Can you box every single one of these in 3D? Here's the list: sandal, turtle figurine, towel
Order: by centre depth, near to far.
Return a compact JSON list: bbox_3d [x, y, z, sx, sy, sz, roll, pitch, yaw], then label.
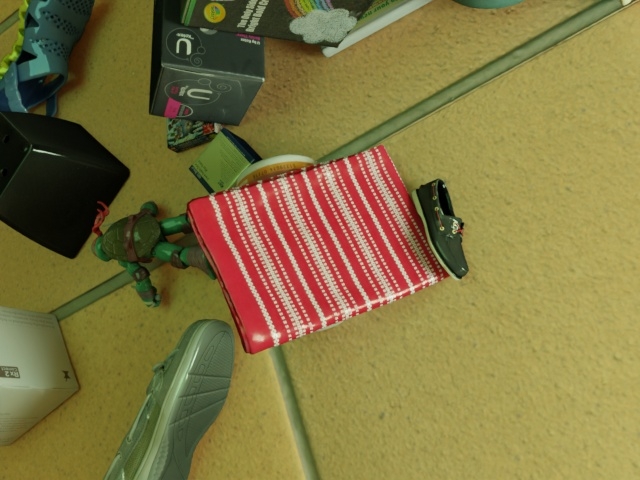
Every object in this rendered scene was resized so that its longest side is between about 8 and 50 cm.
[{"bbox_3d":[0.000,0.000,0.770,0.275,0.031,0.198,-19,74,-21],"label":"towel"},{"bbox_3d":[-0.255,0.010,0.968,0.234,0.118,0.175,-6,75,21],"label":"turtle figurine"},{"bbox_3d":[-0.496,-0.333,1.180,0.138,0.126,0.317,41,106,26],"label":"sandal"}]

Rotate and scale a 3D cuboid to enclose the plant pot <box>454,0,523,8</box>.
[{"bbox_3d":[0.194,-0.415,0.737,0.272,0.255,0.271,-5,74,17],"label":"plant pot"}]

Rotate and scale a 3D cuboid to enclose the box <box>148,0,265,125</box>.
[{"bbox_3d":[-0.167,-0.328,0.945,0.165,0.144,0.270,144,127,-66],"label":"box"}]

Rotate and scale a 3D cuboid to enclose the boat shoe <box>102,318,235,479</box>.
[{"bbox_3d":[-0.216,0.247,0.884,0.103,0.118,0.320,24,96,26],"label":"boat shoe"}]

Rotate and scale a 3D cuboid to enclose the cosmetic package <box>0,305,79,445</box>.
[{"bbox_3d":[-0.518,0.218,1.029,0.184,0.151,0.151,-38,63,14],"label":"cosmetic package"}]

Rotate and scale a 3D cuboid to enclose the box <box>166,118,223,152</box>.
[{"bbox_3d":[-0.204,-0.218,1.042,0.094,0.027,0.136,-14,71,23],"label":"box"}]

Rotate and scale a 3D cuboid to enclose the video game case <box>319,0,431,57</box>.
[{"bbox_3d":[0.072,-0.394,0.942,0.213,0.023,0.193,-24,67,20],"label":"video game case"}]

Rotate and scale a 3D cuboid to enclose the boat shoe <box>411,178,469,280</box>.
[{"bbox_3d":[0.152,-0.015,0.790,0.042,0.049,0.132,-30,61,27],"label":"boat shoe"}]

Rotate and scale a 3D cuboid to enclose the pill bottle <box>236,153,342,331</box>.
[{"bbox_3d":[-0.035,0.008,0.842,0.121,0.121,0.216,-21,68,22],"label":"pill bottle"}]

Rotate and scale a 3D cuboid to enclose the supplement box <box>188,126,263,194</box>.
[{"bbox_3d":[-0.132,-0.104,0.958,0.083,0.056,0.083,-48,61,9],"label":"supplement box"}]

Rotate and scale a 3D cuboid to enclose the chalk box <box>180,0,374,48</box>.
[{"bbox_3d":[-0.081,-0.376,0.800,0.180,0.289,0.179,148,121,-63],"label":"chalk box"}]

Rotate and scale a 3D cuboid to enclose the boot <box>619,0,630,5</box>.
[{"bbox_3d":[0.355,-0.353,0.764,0.085,0.059,0.157,-29,67,24],"label":"boot"}]

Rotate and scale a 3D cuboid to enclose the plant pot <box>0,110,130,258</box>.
[{"bbox_3d":[-0.471,-0.109,1.077,0.188,0.167,0.187,39,96,31],"label":"plant pot"}]
